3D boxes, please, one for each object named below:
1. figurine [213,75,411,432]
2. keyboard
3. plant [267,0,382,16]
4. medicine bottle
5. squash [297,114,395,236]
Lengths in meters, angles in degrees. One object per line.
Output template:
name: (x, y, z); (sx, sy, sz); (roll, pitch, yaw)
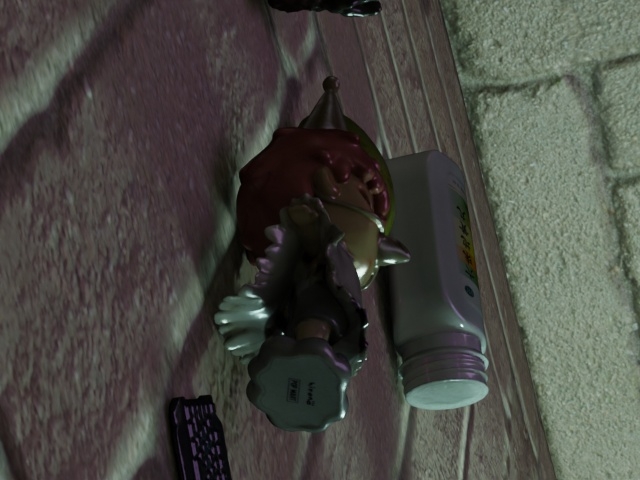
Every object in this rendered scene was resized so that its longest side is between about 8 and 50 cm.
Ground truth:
figurine: (0.000, 0.000, 1.573); (0.387, 0.166, 0.207); (-81, 175, -48)
keyboard: (-0.077, 0.249, 1.341); (0.106, 0.016, 0.262); (17, 63, -76)
plant: (0.009, -0.340, 1.880); (0.234, 0.178, 0.204); (-83, 160, -71)
medicine bottle: (0.148, 0.056, 2.292); (0.179, 0.124, 0.324); (56, 27, -60)
squash: (0.030, -0.055, 1.789); (0.341, 0.094, 0.094); (-107, 179, -63)
